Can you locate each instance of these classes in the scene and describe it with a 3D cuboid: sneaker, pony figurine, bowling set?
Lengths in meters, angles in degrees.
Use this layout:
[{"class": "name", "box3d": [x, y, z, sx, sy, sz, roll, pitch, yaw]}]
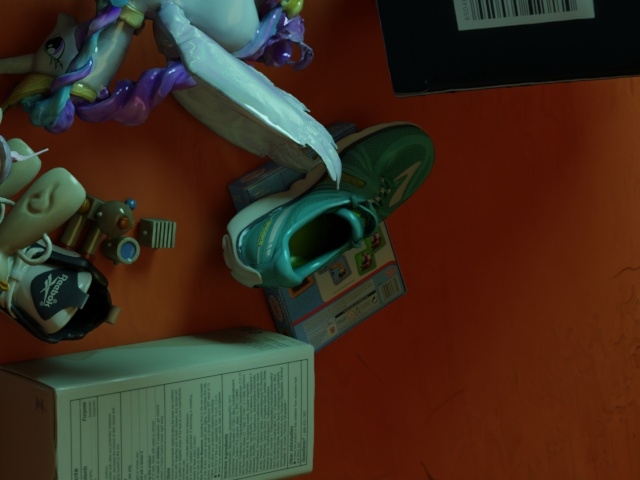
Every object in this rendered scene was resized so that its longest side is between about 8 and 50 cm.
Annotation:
[{"class": "sneaker", "box3d": [0.027, -0.028, 1.961, 0.275, 0.110, 0.107, -38, 119, -28]}, {"class": "pony figurine", "box3d": [-0.107, -0.215, 1.798, 0.351, 0.303, 0.363, 26, 85, -7]}, {"class": "bowling set", "box3d": [-0.341, -0.058, 1.670, 0.287, 0.200, 0.154, 44, 80, 9]}, {"class": "sneaker", "box3d": [-0.284, 0.029, 1.746, 0.235, 0.153, 0.094, 36, 75, -37]}]

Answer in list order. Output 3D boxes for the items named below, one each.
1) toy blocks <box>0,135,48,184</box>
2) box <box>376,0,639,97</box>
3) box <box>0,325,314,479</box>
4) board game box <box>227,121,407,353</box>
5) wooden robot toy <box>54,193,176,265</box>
[{"class": "toy blocks", "box3d": [-0.382, -0.023, 1.454, 0.260, 0.289, 0.309, -15, 95, -79]}, {"class": "box", "box3d": [0.245, -0.313, 1.912, 0.395, 0.293, 0.212, -50, 133, -59]}, {"class": "box", "box3d": [-0.163, 0.182, 1.893, 0.311, 0.121, 0.148, -5, 102, -38]}, {"class": "board game box", "box3d": [0.000, 0.000, 2.041, 0.160, 0.039, 0.211, -32, 118, -30]}, {"class": "wooden robot toy", "box3d": [-0.207, -0.011, 1.847, 0.173, 0.079, 0.076, 22, 85, -39]}]
